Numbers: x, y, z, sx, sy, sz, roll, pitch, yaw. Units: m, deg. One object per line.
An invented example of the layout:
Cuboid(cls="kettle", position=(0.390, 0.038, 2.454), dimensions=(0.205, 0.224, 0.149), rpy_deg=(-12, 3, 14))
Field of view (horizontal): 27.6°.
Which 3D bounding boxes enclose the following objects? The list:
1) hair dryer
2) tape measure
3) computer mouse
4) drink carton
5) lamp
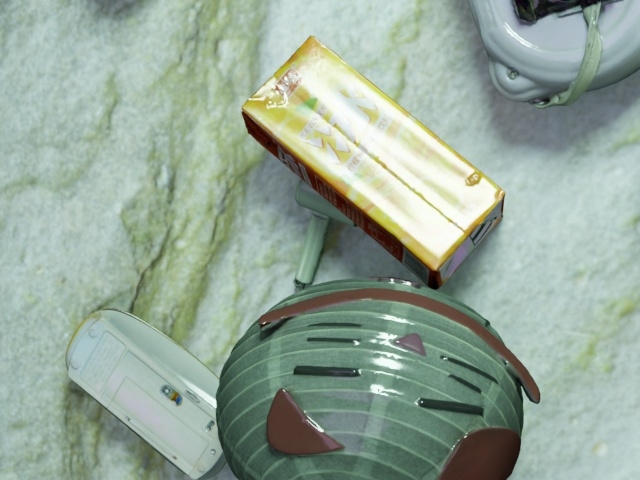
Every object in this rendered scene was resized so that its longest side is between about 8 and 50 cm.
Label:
Cuboid(cls="hair dryer", position=(0.000, 0.000, 1.192), dimensions=(0.063, 0.038, 0.124), rpy_deg=(23, 112, 18))
Cuboid(cls="tape measure", position=(0.196, -0.213, 1.039), dimensions=(0.178, 0.105, 0.196), rpy_deg=(-23, 88, 23))
Cuboid(cls="computer mouse", position=(-0.161, 0.149, 1.272), dimensions=(0.199, 0.045, 0.102), rpy_deg=(36, 109, 14))
Cuboid(cls="drink carton", position=(0.046, -0.068, 1.123), dimensions=(0.223, 0.071, 0.096), rpy_deg=(40, 81, 13))
Cuboid(cls="lamp", position=(0.043, 0.144, 1.083), dimensions=(0.265, 0.233, 0.233), rpy_deg=(6, 100, 5))
